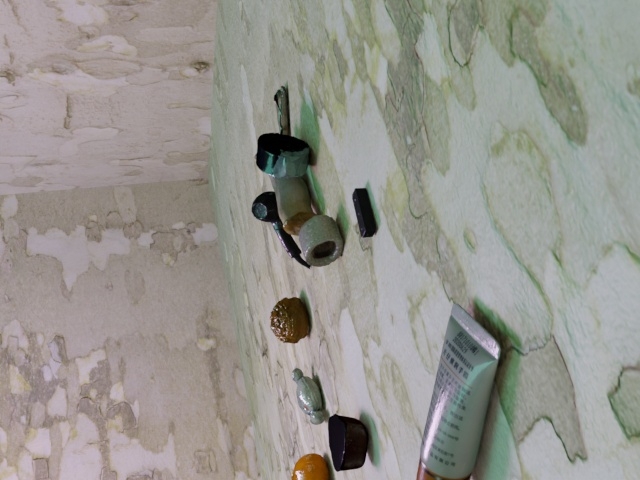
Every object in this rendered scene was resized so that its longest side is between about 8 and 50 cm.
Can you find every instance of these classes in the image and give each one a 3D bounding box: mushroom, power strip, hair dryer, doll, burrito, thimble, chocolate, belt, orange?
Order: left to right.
[{"bbox_3d":[-0.119,-0.393,2.084,0.051,0.042,0.171,-143,46,-74],"label":"burrito"},{"bbox_3d":[-0.104,-0.238,1.882,0.198,0.151,0.078,-109,24,-61],"label":"belt"},{"bbox_3d":[-0.100,-0.027,2.032,0.271,0.091,0.235,65,-157,-2],"label":"hair dryer"},{"bbox_3d":[-0.094,-0.146,1.933,0.351,0.123,0.095,62,143,40],"label":"mushroom"},{"bbox_3d":[-0.035,0.488,2.084,0.214,0.072,0.103,-122,21,-43],"label":"doll"},{"bbox_3d":[-0.031,0.732,2.078,0.135,0.118,0.135,169,90,-69],"label":"orange"},{"bbox_3d":[0.000,0.000,1.696,0.115,0.102,0.090,-47,44,32],"label":"thimble"},{"bbox_3d":[0.077,0.488,1.663,0.148,0.080,0.125,-104,27,-51],"label":"chocolate"},{"bbox_3d":[0.095,-0.060,1.456,0.038,0.029,0.111,111,151,-61],"label":"power strip"}]

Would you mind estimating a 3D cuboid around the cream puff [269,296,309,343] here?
[{"bbox_3d":[-0.104,0.257,2.149,0.165,0.115,0.150,136,130,-73],"label":"cream puff"}]

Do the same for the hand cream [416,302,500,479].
[{"bbox_3d":[0.212,0.261,1.061,0.139,0.089,0.314,-126,37,-59],"label":"hand cream"}]
